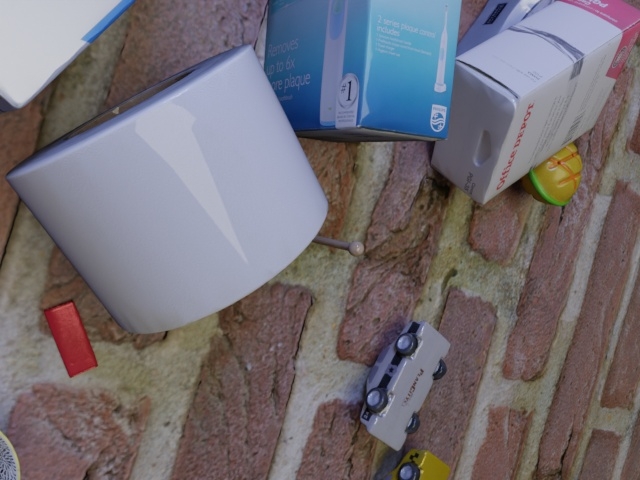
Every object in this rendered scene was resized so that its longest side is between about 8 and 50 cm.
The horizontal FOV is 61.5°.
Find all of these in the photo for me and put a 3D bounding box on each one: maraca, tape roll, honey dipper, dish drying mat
[{"bbox_3d":[0.393,-0.147,0.934,0.127,0.099,0.186,14,65,-34],"label":"maraca"},{"bbox_3d":[-0.136,-0.055,0.515,0.246,0.246,0.169,-39,117,-22],"label":"tape roll"},{"bbox_3d":[0.000,0.000,0.661,0.030,0.160,0.031,-6,101,-31],"label":"honey dipper"},{"bbox_3d":[-0.275,0.109,0.594,0.032,0.008,0.084,-22,110,-27],"label":"dish drying mat"}]

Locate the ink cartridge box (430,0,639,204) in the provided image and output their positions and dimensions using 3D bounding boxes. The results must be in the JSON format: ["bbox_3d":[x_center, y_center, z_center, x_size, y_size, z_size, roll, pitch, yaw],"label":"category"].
[{"bbox_3d":[0.312,-0.213,0.793,0.282,0.117,0.207,-33,149,-22],"label":"ink cartridge box"}]

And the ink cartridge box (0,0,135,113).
[{"bbox_3d":[-0.244,-0.186,0.447,0.148,0.203,0.086,-52,123,-14],"label":"ink cartridge box"}]

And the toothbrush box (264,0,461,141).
[{"bbox_3d":[0.041,-0.266,0.609,0.126,0.216,0.296,1,98,-33],"label":"toothbrush box"}]

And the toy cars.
[{"bbox_3d":[0.120,0.317,0.845,0.176,0.087,0.395,-7,99,-37],"label":"toy cars"}]

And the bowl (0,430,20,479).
[{"bbox_3d":[-0.380,0.224,0.502,0.170,0.080,0.170,-6,101,-32],"label":"bowl"}]

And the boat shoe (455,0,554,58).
[{"bbox_3d":[0.310,-0.346,0.853,0.258,0.095,0.084,-48,126,-4],"label":"boat shoe"}]
